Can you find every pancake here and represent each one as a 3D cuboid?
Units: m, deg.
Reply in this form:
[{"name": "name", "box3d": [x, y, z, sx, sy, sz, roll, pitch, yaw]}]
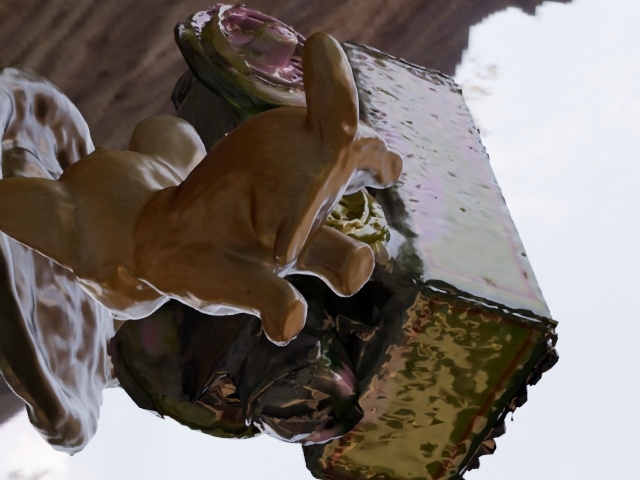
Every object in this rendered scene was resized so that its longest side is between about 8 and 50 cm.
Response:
[{"name": "pancake", "box3d": [-0.148, 0.007, 1.024, 0.042, 0.236, 0.222, -12, -94, 11]}]

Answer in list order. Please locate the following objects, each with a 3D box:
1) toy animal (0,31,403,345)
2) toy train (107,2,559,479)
[{"name": "toy animal", "box3d": [-0.030, -0.014, 0.416, 0.083, 0.060, 0.081, 20, -54, 28]}, {"name": "toy train", "box3d": [0.000, 0.000, 0.846, 0.134, 0.177, 0.261, -60, -155, 29]}]
